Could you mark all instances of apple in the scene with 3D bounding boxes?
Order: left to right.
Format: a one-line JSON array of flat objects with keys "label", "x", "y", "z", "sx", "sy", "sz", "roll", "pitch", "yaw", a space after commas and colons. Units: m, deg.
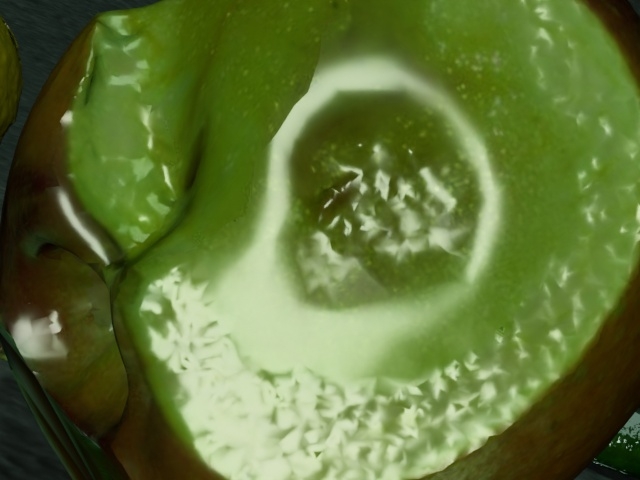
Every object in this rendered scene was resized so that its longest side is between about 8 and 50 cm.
[{"label": "apple", "x": 0.000, "y": 0.000, "z": 0.736, "sx": 0.374, "sy": 0.384, "sz": 0.374, "roll": 0, "pitch": 42, "yaw": 0}]

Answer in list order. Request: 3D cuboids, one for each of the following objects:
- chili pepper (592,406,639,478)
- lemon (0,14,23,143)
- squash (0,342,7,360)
[{"label": "chili pepper", "x": 0.254, "y": 0.155, "z": 1.145, "sx": 0.216, "sy": 0.062, "sz": 0.108, "roll": 25, "pitch": 16, "yaw": 8}, {"label": "lemon", "x": -0.353, "y": -0.133, "z": 1.097, "sx": 0.204, "sy": 0.204, "sz": 0.260, "roll": 30, "pitch": 10, "yaw": 30}, {"label": "squash", "x": -0.092, "y": 0.068, "z": 0.949, "sx": 0.137, "sy": 0.137, "sz": 0.287, "roll": 29, "pitch": 29, "yaw": 28}]
